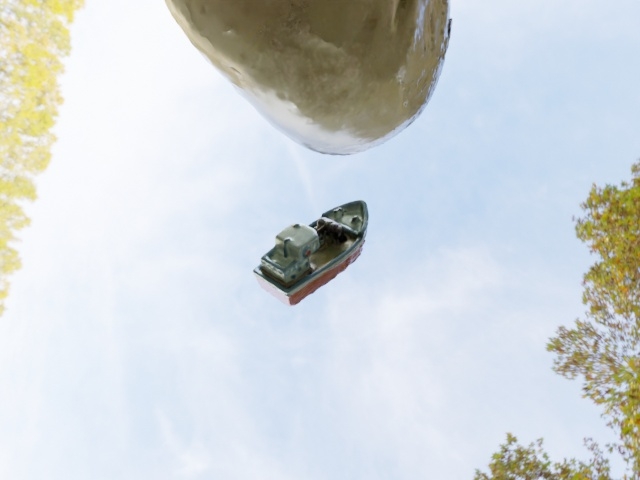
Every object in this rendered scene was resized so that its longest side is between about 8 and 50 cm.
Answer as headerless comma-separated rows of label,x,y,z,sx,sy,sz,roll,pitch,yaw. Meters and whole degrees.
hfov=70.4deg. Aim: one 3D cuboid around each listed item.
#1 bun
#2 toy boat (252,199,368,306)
bun,0.009,-0.256,0.485,0.234,0.362,0.326,-25,-98,35
toy boat,0.000,0.000,1.044,0.145,0.332,0.133,27,-42,33
